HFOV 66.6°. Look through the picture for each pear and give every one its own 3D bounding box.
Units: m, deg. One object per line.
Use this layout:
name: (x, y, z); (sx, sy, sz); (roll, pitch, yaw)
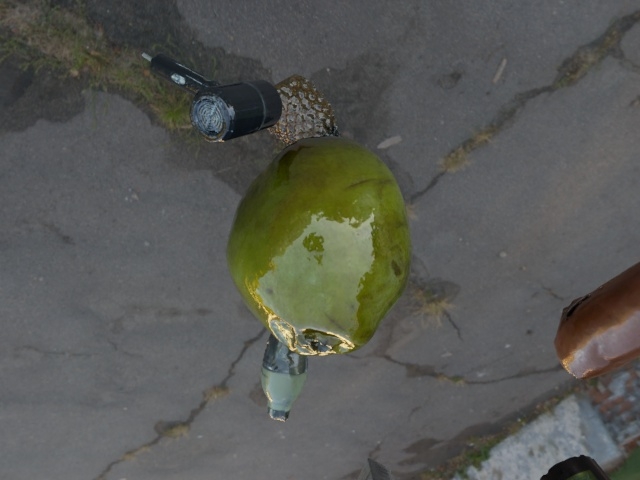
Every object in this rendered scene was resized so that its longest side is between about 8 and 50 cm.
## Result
pear: (0.000, 0.000, 0.687); (0.268, 0.321, 0.269); (-6, 144, -5)

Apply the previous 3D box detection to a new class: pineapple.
pineapple: (-0.012, -0.339, 1.513); (0.362, 0.202, 0.202); (42, 119, 3)

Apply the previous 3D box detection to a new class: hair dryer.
hair dryer: (-0.171, -0.212, 0.674); (0.124, 0.219, 0.072); (-34, 152, -54)

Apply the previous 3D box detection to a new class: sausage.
sausage: (0.406, 0.020, 0.499); (0.094, 0.094, 0.419); (-10, 147, -42)

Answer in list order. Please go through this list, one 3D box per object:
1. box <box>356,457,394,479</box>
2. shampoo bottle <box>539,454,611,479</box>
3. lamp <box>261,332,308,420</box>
box: (0.105, 0.577, 1.031); (0.067, 0.233, 0.150); (24, 84, 3)
shampoo bottle: (0.483, 0.502, 0.786); (0.129, 0.323, 0.084); (-33, 107, 8)
lamp: (-0.074, 0.259, 1.034); (0.101, 0.101, 0.250); (8, 94, -22)
